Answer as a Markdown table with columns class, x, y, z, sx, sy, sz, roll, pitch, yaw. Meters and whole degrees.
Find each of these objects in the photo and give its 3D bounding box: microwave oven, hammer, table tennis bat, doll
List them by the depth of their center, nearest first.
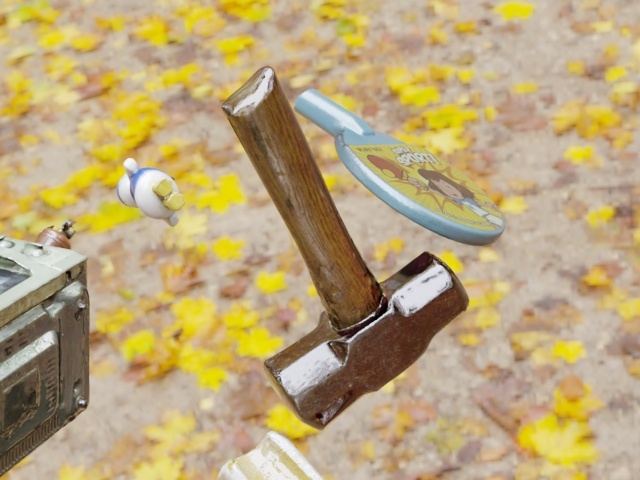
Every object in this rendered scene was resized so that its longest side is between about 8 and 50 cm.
| class | x | y | z | sx | sy | sz | roll | pitch | yaw |
| --- | --- | --- | --- | --- | --- | --- | --- | --- | --- |
| microwave oven | -0.269 | 0.099 | 0.974 | 0.129 | 0.163 | 0.205 | 9 | 22 | 19 |
| hammer | 0.000 | 0.000 | 1.388 | 0.242 | 0.408 | 0.095 | -34 | 35 | -11 |
| doll | -0.203 | -0.057 | 1.506 | 0.058 | 0.098 | 0.143 | -43 | 22 | -18 |
| table tennis bat | 0.093 | -0.094 | 1.617 | 0.329 | 0.044 | 0.215 | 40 | 26 | 27 |

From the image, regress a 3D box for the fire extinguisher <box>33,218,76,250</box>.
| class | x | y | z | sx | sy | sz | roll | pitch | yaw |
| --- | --- | --- | --- | --- | --- | --- | --- | --- | --- |
| fire extinguisher | -0.375 | 0.036 | 1.703 | 0.050 | 0.062 | 0.177 | 34 | 69 | 0 |

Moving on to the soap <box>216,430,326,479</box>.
| class | x | y | z | sx | sy | sz | roll | pitch | yaw |
| --- | --- | --- | --- | --- | --- | --- | --- | --- | --- |
| soap | 0.011 | 0.308 | 1.135 | 0.080 | 0.160 | 0.257 | -30 | 57 | -30 |
